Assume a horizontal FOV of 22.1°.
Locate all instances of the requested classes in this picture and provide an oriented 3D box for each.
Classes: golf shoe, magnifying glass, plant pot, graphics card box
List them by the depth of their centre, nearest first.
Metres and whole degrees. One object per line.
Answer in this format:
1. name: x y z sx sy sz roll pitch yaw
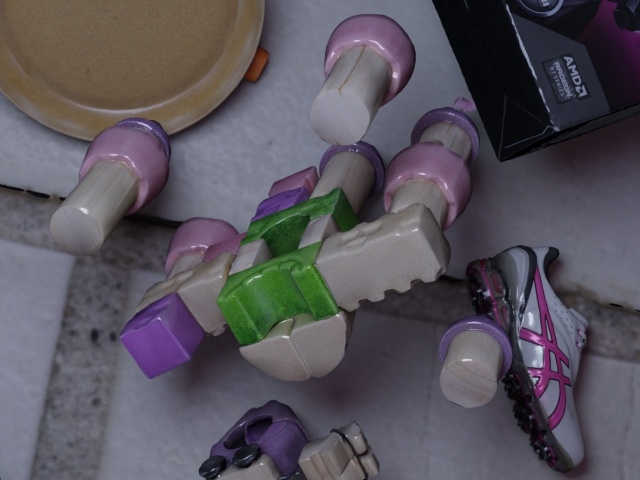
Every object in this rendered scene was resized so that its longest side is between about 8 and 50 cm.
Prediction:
1. graphics card box: 0.259 -0.225 1.288 0.371 0.094 0.232 -19 86 -27
2. plant pot: -0.163 -0.192 1.299 0.236 0.032 0.236 -2 113 -4
3. golf shoe: 0.184 0.093 1.319 0.086 0.067 0.186 -17 84 -7
4. magnifying glass: -0.150 -0.190 1.329 0.231 0.026 0.092 24 109 -16

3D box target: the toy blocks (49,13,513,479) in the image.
1. toy blocks: 0.000 0.000 1.268 0.289 0.260 0.309 -22 110 22
